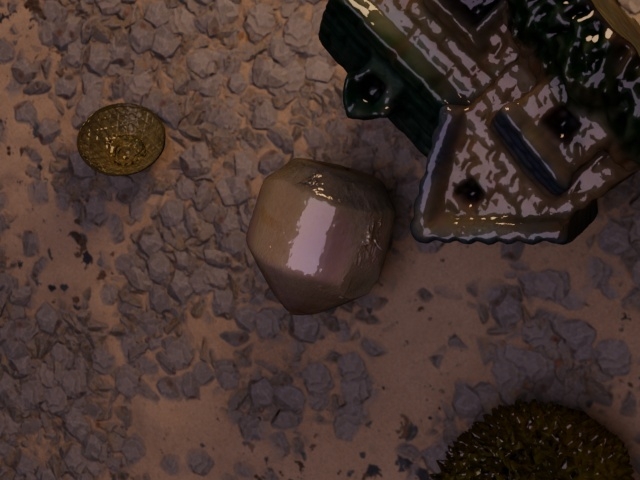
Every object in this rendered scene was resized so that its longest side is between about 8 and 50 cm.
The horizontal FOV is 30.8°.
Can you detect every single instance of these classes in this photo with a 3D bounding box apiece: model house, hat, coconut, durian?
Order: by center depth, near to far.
[{"bbox_3d":[0.214,-0.191,1.501,0.400,0.395,0.445,-41,85,24],"label":"model house"},{"bbox_3d":[0.288,0.349,1.624,0.293,0.258,0.258,-5,94,43],"label":"durian"},{"bbox_3d":[0.000,0.000,1.721,0.224,0.224,0.234,10,93,22],"label":"coconut"},{"bbox_3d":[-0.326,-0.151,1.926,0.146,0.067,0.146,0,61,-1],"label":"hat"}]
